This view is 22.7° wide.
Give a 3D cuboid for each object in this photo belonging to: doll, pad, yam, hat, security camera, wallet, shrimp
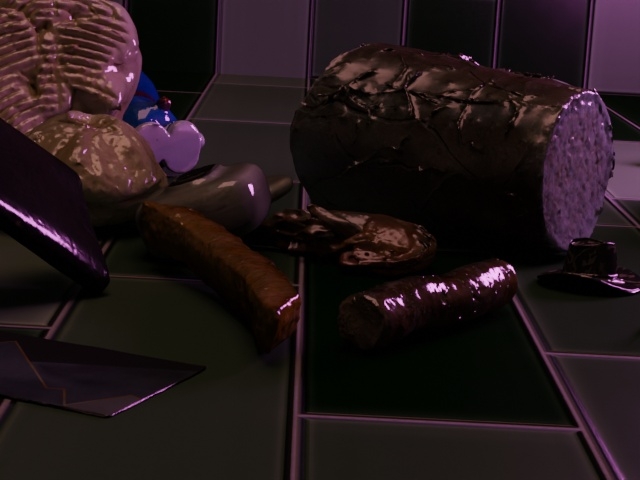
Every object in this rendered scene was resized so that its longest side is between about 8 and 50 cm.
[{"bbox_3d":[-0.288,-0.169,2.354,0.215,0.161,0.257,11,21,-39],"label":"doll"},{"bbox_3d":[-0.236,0.104,1.312,0.243,0.004,0.163,8,13,22],"label":"pad"},{"bbox_3d":[0.108,0.058,1.503,0.061,0.061,0.253,11,13,35],"label":"yam"},{"bbox_3d":[0.296,0.024,1.735,0.121,0.050,0.121,5,9,-1],"label":"hat"},{"bbox_3d":[0.170,-0.111,1.943,0.348,0.241,0.241,15,16,33],"label":"yam"},{"bbox_3d":[-0.122,-0.051,1.848,0.157,0.080,0.301,-18,8,9],"label":"security camera"},{"bbox_3d":[-0.322,-0.072,1.509,0.321,0.044,0.170,39,21,-48],"label":"wallet"},{"bbox_3d":[0.000,-0.007,1.782,0.262,0.066,0.117,3,11,15],"label":"shrimp"}]

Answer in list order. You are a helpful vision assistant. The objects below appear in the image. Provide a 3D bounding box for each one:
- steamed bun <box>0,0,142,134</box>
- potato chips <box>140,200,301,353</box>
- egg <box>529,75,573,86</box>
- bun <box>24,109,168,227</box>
[{"bbox_3d":[-0.406,-0.202,2.177,0.320,0.275,0.206,-14,-12,-21],"label":"steamed bun"},{"bbox_3d":[-0.085,0.034,1.538,0.080,0.057,0.407,4,13,-23],"label":"potato chips"},{"bbox_3d":[0.301,-0.156,2.330,0.236,0.169,0.169,1,12,-10],"label":"egg"},{"bbox_3d":[-0.290,-0.085,1.902,0.220,0.134,0.220,2,10,0],"label":"bun"}]
